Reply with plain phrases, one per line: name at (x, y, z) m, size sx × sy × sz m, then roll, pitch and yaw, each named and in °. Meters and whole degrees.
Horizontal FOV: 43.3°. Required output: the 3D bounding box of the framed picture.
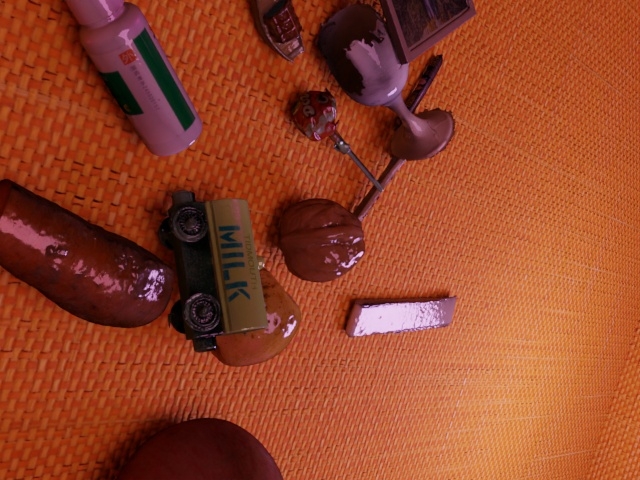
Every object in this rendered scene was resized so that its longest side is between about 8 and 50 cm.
framed picture at (0.182, -0.476, 1.452) m, size 0.324 × 0.020 × 0.240 m, roll -41°, pitch 117°, yaw -47°

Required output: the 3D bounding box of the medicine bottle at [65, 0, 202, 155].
medicine bottle at (-0.254, -0.238, 1.107) m, size 0.095 × 0.095 × 0.260 m, roll -48°, pitch 137°, yaw -24°

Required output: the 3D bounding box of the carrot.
carrot at (-0.335, 0.033, 1.112) m, size 0.302 × 0.139 × 0.138 m, roll 33°, pitch 81°, yaw -43°

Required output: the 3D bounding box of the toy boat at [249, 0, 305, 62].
toy boat at (-0.070, -0.363, 1.285) m, size 0.065 × 0.066 × 0.172 m, roll -45°, pitch 134°, yaw -22°

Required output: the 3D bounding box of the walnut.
walnut at (0.000, 0.000, 1.465) m, size 0.167 × 0.149 × 0.166 m, roll 8°, pitch 73°, yaw -28°

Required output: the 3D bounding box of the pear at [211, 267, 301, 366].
pear at (-0.125, 0.133, 1.374) m, size 0.178 × 0.178 × 0.178 m, roll -22°, pitch 122°, yaw -42°

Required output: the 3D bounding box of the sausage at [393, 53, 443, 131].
sausage at (0.201, -0.303, 1.647) m, size 0.198 × 0.028 × 0.025 m, roll -58°, pitch 149°, yaw -11°

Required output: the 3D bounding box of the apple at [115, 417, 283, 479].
apple at (-0.199, 0.476, 1.338) m, size 0.345 × 0.269 × 0.344 m, roll -21°, pitch 120°, yaw -41°

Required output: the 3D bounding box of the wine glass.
wine glass at (0.121, -0.282, 1.471) m, size 0.321 × 0.143 × 0.143 m, roll 44°, pitch 72°, yaw -40°

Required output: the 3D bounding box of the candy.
candy at (0.047, -0.173, 1.475) m, size 0.084 × 0.078 × 0.288 m, roll -40°, pitch 134°, yaw 9°

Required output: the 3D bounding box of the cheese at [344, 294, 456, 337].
cheese at (0.193, 0.169, 1.837) m, size 0.400 × 0.034 × 0.085 m, roll 1°, pitch 109°, yaw -48°

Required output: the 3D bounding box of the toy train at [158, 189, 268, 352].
toy train at (-0.161, 0.042, 1.257) m, size 0.157 × 0.105 × 0.253 m, roll -6°, pitch 80°, yaw -27°

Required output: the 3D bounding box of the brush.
brush at (0.132, -0.131, 1.613) m, size 0.020 × 0.085 × 0.336 m, roll 39°, pitch 77°, yaw -17°
